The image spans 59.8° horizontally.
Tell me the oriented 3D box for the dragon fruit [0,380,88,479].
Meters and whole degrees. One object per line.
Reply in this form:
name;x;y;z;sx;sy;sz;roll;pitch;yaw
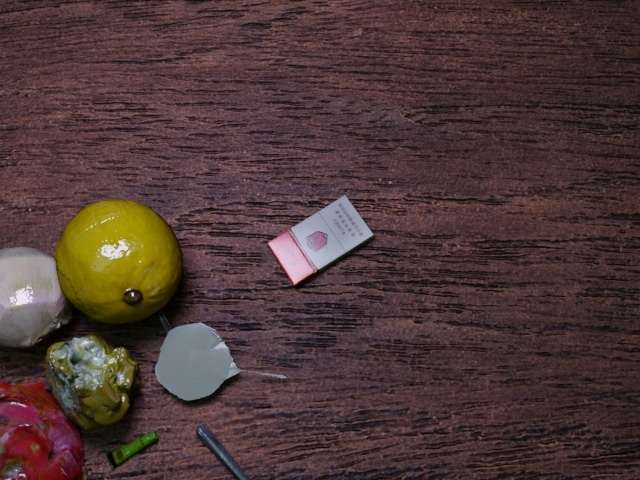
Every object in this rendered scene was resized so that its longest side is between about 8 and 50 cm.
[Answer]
dragon fruit;-0.710;0.487;1.183;0.370;0.249;0.387;23;75;3

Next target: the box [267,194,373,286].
box;0.000;0.000;1.436;0.245;0.035;0.139;-30;74;-10

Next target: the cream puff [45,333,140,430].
cream puff;-0.504;0.319;1.268;0.221;0.195;0.195;39;76;23

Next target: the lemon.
lemon;-0.465;0.048;1.292;0.296;0.297;0.297;0;72;0

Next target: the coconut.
coconut;-0.695;0.144;1.297;0.226;0.227;0.231;-19;72;-6

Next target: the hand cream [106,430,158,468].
hand cream;-0.434;0.481;1.288;0.121;0.023;0.036;-29;77;-5

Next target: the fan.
fan;-0.233;0.300;1.322;0.309;0.010;0.182;12;74;-1

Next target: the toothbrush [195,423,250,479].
toothbrush;-0.183;0.532;1.266;0.297;0.031;0.030;43;51;15

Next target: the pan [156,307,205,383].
pan;-0.354;0.254;1.350;0.114;0.040;0.212;-25;80;-7
